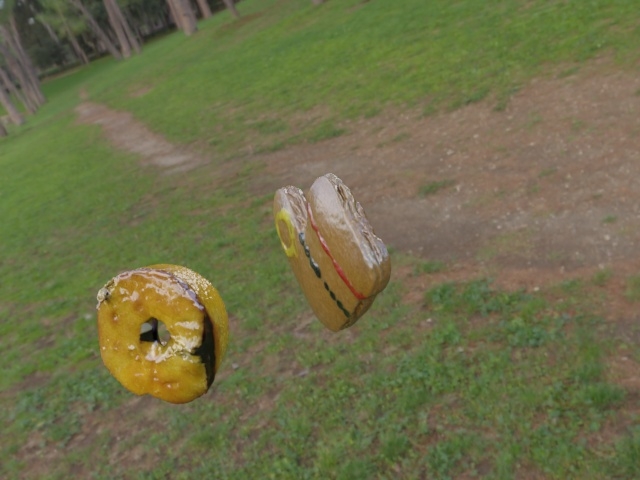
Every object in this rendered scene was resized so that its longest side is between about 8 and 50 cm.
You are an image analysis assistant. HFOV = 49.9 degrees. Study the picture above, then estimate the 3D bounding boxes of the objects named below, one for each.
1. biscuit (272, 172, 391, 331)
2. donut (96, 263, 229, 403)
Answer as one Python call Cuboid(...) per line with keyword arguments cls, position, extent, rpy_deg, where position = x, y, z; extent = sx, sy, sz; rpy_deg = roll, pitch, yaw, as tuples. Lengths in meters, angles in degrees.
Cuboid(cls="biscuit", position=(-0.002, 0.001, 1.053), extent=(0.052, 0.262, 0.277), rpy_deg=(-18, -18, -23))
Cuboid(cls="donut", position=(-0.269, 0.157, 1.174), extent=(0.253, 0.254, 0.118), rpy_deg=(-12, 9, 21))
